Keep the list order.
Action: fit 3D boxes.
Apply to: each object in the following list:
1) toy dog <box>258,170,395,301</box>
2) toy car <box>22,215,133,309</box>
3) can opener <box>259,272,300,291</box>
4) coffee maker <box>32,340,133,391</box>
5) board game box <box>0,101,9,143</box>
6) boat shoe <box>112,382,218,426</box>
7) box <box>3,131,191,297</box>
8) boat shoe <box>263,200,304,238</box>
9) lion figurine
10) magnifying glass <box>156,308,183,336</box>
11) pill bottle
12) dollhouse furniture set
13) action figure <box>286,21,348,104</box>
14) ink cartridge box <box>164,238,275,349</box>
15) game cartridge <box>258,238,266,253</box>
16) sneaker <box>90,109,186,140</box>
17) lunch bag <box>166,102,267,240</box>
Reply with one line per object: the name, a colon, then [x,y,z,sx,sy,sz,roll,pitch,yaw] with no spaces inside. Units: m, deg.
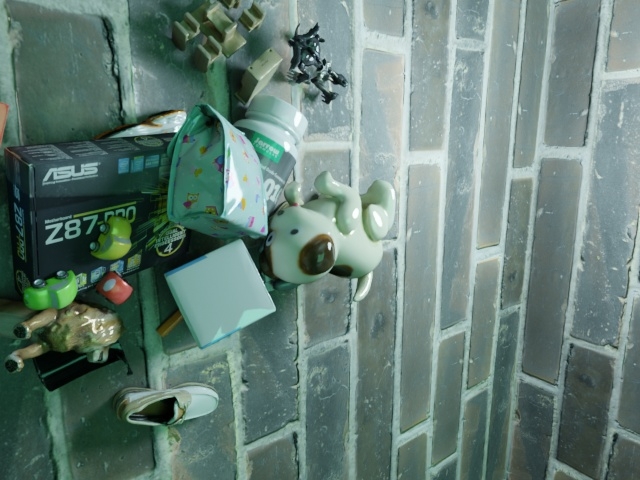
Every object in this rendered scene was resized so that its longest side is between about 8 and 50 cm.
toy dog: [0.000,0.000,1.285,0.407,0.284,0.396,-12,103,-54]
toy car: [-0.476,0.083,0.903,0.225,0.053,0.239,-32,146,-48]
can opener: [-0.189,0.142,1.379,0.280,0.093,0.074,-20,110,-27]
coffee maker: [-0.574,0.277,1.059,0.178,0.171,0.120,-25,130,-29]
board game box: [-0.645,-0.136,0.822,0.064,0.316,0.243,12,93,-38]
boat shoe: [-0.421,0.477,1.260,0.302,0.103,0.113,9,95,-38]
box: [-0.449,-0.063,0.973,0.394,0.097,0.319,-25,138,-53]
boat shoe: [-0.112,-0.066,1.396,0.190,0.072,0.068,-43,122,-22]
lion figurine: [-0.645,0.177,0.949,0.391,0.240,0.142,15,99,2]
magnifying glass: [-0.371,0.183,1.270,0.092,0.026,0.231,46,74,-4]
pill bottle: [-0.186,-0.202,1.228,0.204,0.204,0.362,29,82,-38]
dollhouse furniture set: [-0.240,-0.514,1.191,0.242,0.161,0.212,45,71,-12]
action figure: [-0.034,-0.527,1.318,0.275,0.140,0.164,34,80,-53]
ink cartridge box: [-0.260,0.138,1.151,0.198,0.270,0.197,-26,89,-16]
game cartridge: [-0.158,0.032,1.420,0.083,0.017,0.056,29,86,-37]
sneaker: [-0.437,-0.234,1.102,0.262,0.099,0.121,-29,121,-28]
lunch bag: [-0.225,-0.149,1.002,0.223,0.159,0.263,28,58,-70]
